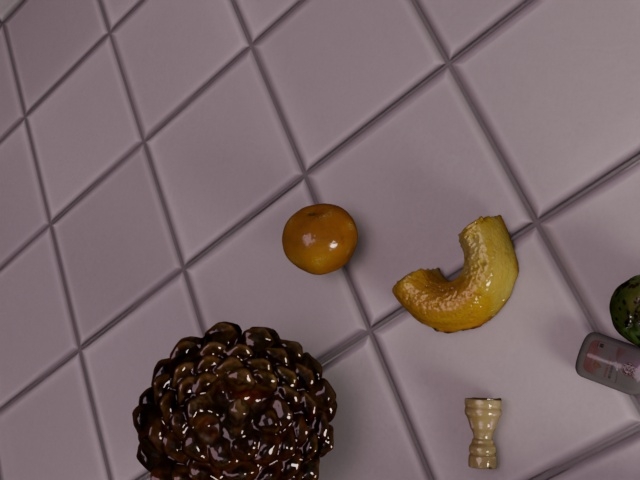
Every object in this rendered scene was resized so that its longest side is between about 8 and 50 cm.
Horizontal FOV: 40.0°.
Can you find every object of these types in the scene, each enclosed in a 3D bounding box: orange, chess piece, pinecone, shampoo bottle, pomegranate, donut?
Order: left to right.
[{"bbox_3d":[-0.170,0.364,1.713,0.397,0.397,0.398,-10,72,34],"label":"pinecone"},{"bbox_3d":[0.000,0.000,1.802,0.159,0.159,0.136,9,127,38],"label":"orange"},{"bbox_3d":[0.264,0.080,1.619,0.259,0.101,0.152,-42,63,16],"label":"donut"},{"bbox_3d":[0.287,0.339,1.548,0.066,0.066,0.122,-6,79,36],"label":"chess piece"},{"bbox_3d":[0.502,0.210,1.433,0.165,0.040,0.080,20,88,39],"label":"shampoo bottle"},{"bbox_3d":[0.535,0.102,1.405,0.161,0.122,0.122,-36,50,-21],"label":"pomegranate"}]
